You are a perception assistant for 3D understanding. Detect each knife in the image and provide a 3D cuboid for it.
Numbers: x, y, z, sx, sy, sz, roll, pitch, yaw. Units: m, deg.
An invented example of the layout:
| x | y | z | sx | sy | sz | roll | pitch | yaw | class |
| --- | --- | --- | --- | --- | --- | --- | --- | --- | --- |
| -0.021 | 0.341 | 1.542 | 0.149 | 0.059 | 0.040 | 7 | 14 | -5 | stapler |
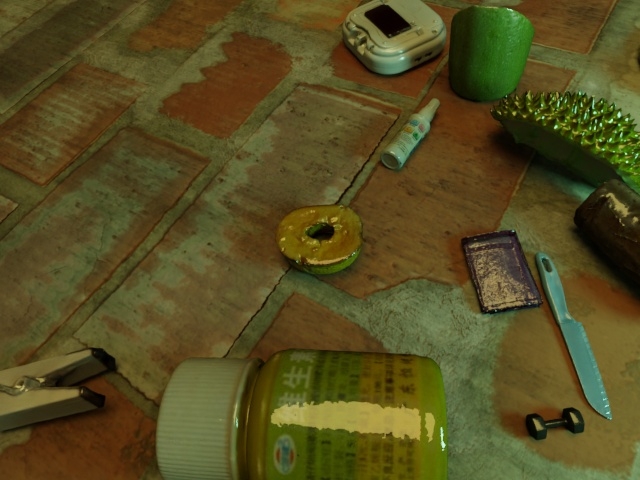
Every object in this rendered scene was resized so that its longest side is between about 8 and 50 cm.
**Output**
| x | y | z | sx | sy | sz | roll | pitch | yaw | class |
| --- | --- | --- | --- | --- | --- | --- | --- | --- | --- |
| 0.442 | 0.155 | 0.856 | 0.044 | 0.019 | 0.313 | -5 | 58 | 1 | knife |

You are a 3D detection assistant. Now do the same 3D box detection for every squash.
| x | y | z | sx | sy | sz | roll | pitch | yaw | class |
| --- | --- | --- | --- | --- | --- | --- | --- | --- | --- |
| 0.395 | -0.471 | 1.126 | 0.189 | 0.260 | 0.189 | -5 | 56 | 7 | squash |

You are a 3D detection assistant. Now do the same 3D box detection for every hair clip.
| x | y | z | sx | sy | sz | roll | pitch | yaw | class |
| --- | --- | --- | --- | --- | --- | --- | --- | --- | --- |
| -0.537 | 0.279 | 0.857 | 0.331 | 0.085 | 0.101 | -16 | 54 | 4 | hair clip |

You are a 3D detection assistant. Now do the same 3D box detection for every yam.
| x | y | z | sx | sy | sz | roll | pitch | yaw | class |
| --- | --- | --- | --- | --- | --- | --- | --- | --- | --- |
| 0.587 | 0.019 | 0.862 | 0.131 | 0.131 | 0.279 | -26 | 56 | -10 | yam |

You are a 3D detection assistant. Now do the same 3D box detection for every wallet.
| x | y | z | sx | sy | sz | roll | pitch | yaw | class |
| --- | --- | --- | --- | --- | --- | --- | --- | --- | --- |
| 0.341 | 0.057 | 0.921 | 0.111 | 0.030 | 0.166 | -8 | 57 | 1 | wallet |

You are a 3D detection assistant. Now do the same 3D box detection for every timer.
| x | y | z | sx | sy | sz | roll | pitch | yaw | class |
| --- | --- | --- | --- | --- | --- | --- | --- | --- | --- |
| 0.198 | -0.570 | 1.318 | 0.237 | 0.087 | 0.262 | -26 | 57 | -9 | timer |

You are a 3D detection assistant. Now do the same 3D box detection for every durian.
| x | y | z | sx | sy | sz | roll | pitch | yaw | class |
| --- | --- | --- | --- | --- | --- | --- | --- | --- | --- |
| 0.504 | -0.202 | 0.985 | 0.352 | 0.169 | 0.158 | 37 | 57 | 24 | durian |

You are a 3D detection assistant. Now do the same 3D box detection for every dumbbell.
| x | y | z | sx | sy | sz | roll | pitch | yaw | class |
| --- | --- | --- | --- | --- | --- | --- | --- | --- | --- |
| 0.369 | 0.288 | 0.763 | 0.083 | 0.036 | 0.040 | -10 | 54 | 1 | dumbbell |

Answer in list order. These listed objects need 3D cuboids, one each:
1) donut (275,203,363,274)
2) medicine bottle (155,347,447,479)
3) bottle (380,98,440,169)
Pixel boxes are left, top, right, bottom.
| x | y | z | sx | sy | sz | roll | pitch | yaw | class |
| --- | --- | --- | --- | --- | --- | --- | --- | --- | --- |
| 0.000 | 0.000 | 0.985 | 0.178 | 0.065 | 0.162 | 2 | 52 | 10 | donut |
| -0.020 | 0.273 | 0.711 | 0.384 | 0.224 | 0.224 | 0 | 57 | 8 | medicine bottle |
| 0.217 | -0.255 | 1.125 | 0.060 | 0.060 | 0.217 | 28 | 66 | 23 | bottle |
